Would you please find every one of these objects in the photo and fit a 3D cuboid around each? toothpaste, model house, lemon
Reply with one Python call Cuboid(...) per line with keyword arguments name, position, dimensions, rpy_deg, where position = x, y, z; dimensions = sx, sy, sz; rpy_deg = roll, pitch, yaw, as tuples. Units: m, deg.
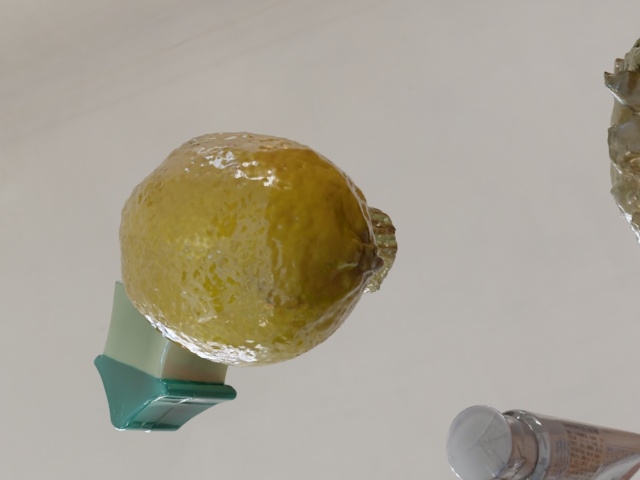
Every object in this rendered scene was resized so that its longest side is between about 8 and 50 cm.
Cuboid(name="toothpaste", position=(0.179, 0.164, 0.678), dimensions=(0.234, 0.089, 0.057), rpy_deg=(23, -160, -43))
Cuboid(name="model house", position=(-0.158, 0.125, 0.962), dimensions=(0.100, 0.127, 0.149), rpy_deg=(17, -93, -47))
Cuboid(name="lemon", position=(-0.059, 0.007, 0.758), dimensions=(0.192, 0.231, 0.192), rpy_deg=(-33, -52, -57))

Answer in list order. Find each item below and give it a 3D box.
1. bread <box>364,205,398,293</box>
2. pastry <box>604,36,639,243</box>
Cuboid(name="bread", position=(0.000, 0.000, 1.250), dimensions=(0.138, 0.196, 0.102), rpy_deg=(127, 151, -63))
Cuboid(name="pastry", position=(0.422, -0.092, 0.879), dimensions=(0.330, 0.329, 0.136), rpy_deg=(66, -162, -12))
